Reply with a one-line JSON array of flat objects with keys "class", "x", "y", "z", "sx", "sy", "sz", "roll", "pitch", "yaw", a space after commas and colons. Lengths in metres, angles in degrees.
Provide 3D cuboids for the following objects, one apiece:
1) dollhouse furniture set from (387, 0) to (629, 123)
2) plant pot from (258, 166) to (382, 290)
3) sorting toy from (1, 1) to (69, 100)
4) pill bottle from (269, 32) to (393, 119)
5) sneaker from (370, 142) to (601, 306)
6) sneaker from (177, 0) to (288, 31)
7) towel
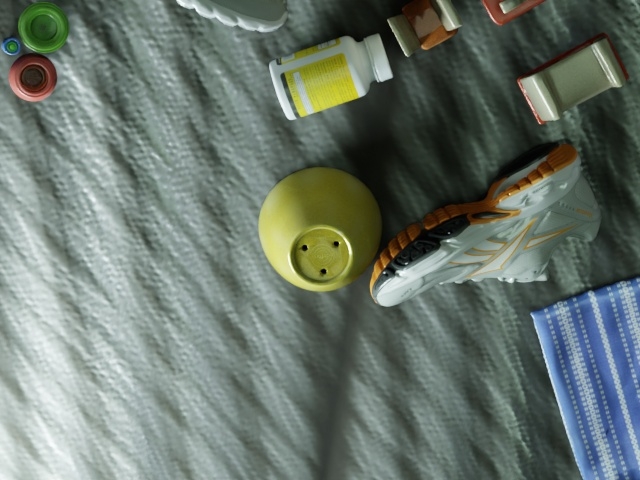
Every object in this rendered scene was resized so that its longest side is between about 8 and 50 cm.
[{"class": "dollhouse furniture set", "x": 0.200, "y": -0.250, "z": 1.354, "sx": 0.262, "sy": 0.135, "sz": 0.259, "roll": -27, "pitch": 96, "yaw": 8}, {"class": "plant pot", "x": 0.000, "y": 0.000, "z": 1.432, "sx": 0.134, "sy": 0.095, "sz": 0.134, "roll": 0, "pitch": 108, "yaw": 0}, {"class": "sorting toy", "x": -0.295, "y": -0.195, "z": 1.396, "sx": 0.061, "sy": 0.042, "sz": 0.102, "roll": 11, "pitch": 97, "yaw": -21}, {"class": "pill bottle", "x": 0.012, "y": -0.170, "z": 1.390, "sx": 0.116, "sy": 0.065, "sz": 0.065, "roll": -18, "pitch": 108, "yaw": 6}, {"class": "sneaker", "x": 0.179, "y": 0.014, "z": 1.441, "sx": 0.262, "sy": 0.099, "sz": 0.121, "roll": -31, "pitch": 111, "yaw": 11}, {"class": "sneaker", "x": -0.140, "y": -0.304, "z": 1.323, "sx": 0.281, "sy": 0.105, "sz": 0.115, "roll": 33, "pitch": 99, "yaw": -14}, {"class": "towel", "x": 0.426, "y": 0.137, "z": 1.514, "sx": 0.336, "sy": 0.040, "sz": 0.243, "roll": -18, "pitch": 107, "yaw": 5}]
